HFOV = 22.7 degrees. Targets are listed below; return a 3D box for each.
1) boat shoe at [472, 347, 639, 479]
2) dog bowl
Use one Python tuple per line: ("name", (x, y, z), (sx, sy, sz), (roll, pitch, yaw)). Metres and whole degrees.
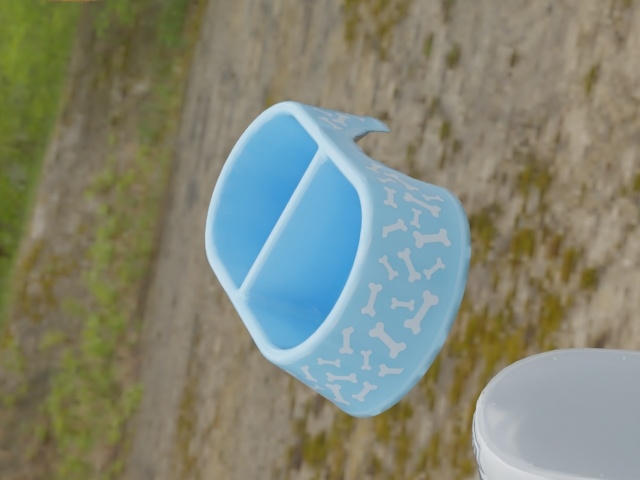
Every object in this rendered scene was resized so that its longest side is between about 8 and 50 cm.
("boat shoe", (0.251, 0.157, 0.735), (0.136, 0.367, 0.156), (-63, -29, -48))
("dog bowl", (0.000, 0.000, 1.115), (0.166, 0.074, 0.297), (-60, 29, 13))
